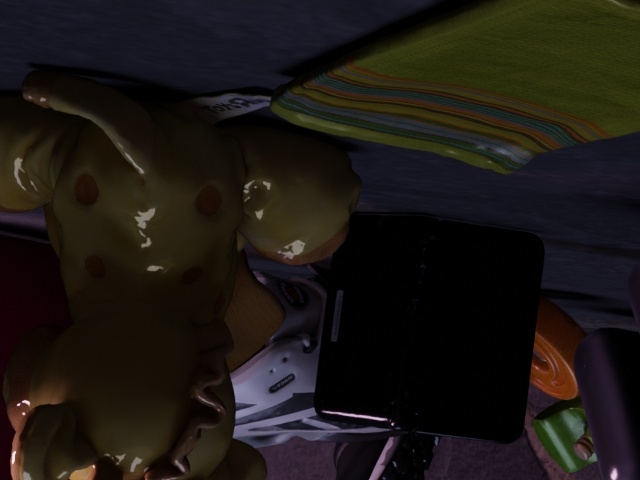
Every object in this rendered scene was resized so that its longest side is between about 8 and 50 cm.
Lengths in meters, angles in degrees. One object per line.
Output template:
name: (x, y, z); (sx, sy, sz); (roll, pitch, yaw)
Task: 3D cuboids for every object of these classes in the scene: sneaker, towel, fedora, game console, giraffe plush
sneaker: (-0.005, 0.084, 1.418); (0.330, 0.122, 0.146); (-13, 145, -16)
towel: (0.066, -0.048, 0.557); (0.102, 0.021, 0.237); (8, 174, -18)
fedora: (-0.072, 0.021, 0.953); (0.079, 0.194, 0.194); (-29, 174, 0)
game console: (0.061, 0.050, 1.041); (0.071, 0.122, 0.107); (13, 173, -44)
giraffe plush: (-0.074, 0.031, 0.769); (0.181, 0.170, 0.210); (9, 174, -18)
sneaker: (0.038, 0.151, 1.552); (0.124, 0.107, 0.283); (12, -141, 16)

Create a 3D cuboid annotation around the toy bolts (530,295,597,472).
toy bolts: (0.278, 0.097, 1.451); (0.228, 0.158, 0.218); (16, 144, 54)

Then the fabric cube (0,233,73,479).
fabric cube: (-0.361, 0.147, 1.516); (0.259, 0.254, 0.258); (-32, 153, 31)

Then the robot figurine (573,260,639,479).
robot figurine: (0.266, 0.087, 0.866); (0.278, 0.174, 0.209); (11, 173, -20)
